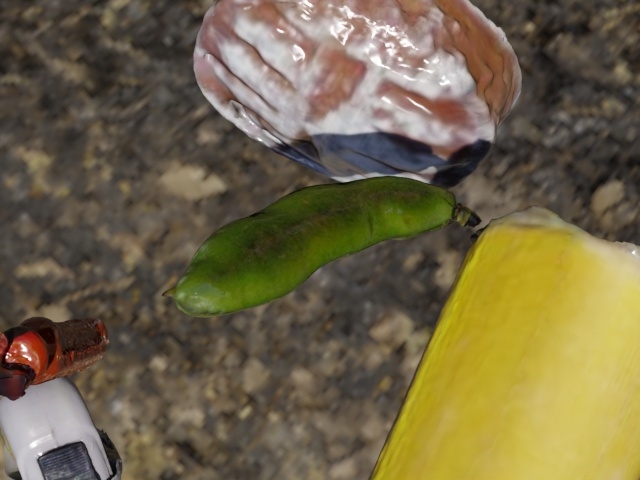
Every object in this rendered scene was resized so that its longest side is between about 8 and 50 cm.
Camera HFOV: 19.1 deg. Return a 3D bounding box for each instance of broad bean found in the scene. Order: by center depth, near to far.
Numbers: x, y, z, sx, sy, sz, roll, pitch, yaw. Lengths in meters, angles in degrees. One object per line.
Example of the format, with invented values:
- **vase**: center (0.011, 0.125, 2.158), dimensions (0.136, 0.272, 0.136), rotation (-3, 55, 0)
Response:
- **broad bean**: center (-0.002, -0.004, 1.181), dimensions (0.065, 0.254, 0.046), rotation (56, 137, 17)

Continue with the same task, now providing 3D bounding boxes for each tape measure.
- **tape measure**: center (-0.262, 0.235, 1.932), dimensions (0.236, 0.120, 0.197), rotation (-124, 18, -48)

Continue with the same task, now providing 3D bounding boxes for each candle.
- **candle**: center (-0.212, 0.085, 1.510), dimensions (0.048, 0.329, 0.051), rotation (32, 92, 3)

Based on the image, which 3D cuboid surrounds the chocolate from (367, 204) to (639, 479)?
- **chocolate**: center (0.071, 0.203, 1.102), dimensions (0.162, 0.445, 0.162), rotation (25, 162, 8)

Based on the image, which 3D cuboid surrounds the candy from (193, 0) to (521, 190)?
- **candy**: center (0.029, -0.150, 1.668), dimensions (0.289, 0.157, 0.214), rotation (23, 138, 2)
